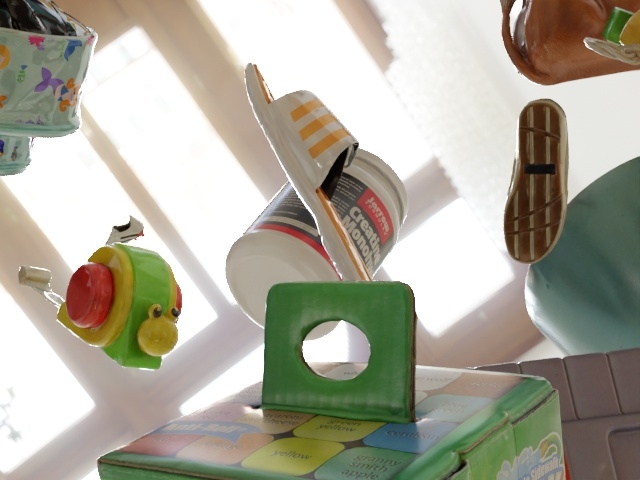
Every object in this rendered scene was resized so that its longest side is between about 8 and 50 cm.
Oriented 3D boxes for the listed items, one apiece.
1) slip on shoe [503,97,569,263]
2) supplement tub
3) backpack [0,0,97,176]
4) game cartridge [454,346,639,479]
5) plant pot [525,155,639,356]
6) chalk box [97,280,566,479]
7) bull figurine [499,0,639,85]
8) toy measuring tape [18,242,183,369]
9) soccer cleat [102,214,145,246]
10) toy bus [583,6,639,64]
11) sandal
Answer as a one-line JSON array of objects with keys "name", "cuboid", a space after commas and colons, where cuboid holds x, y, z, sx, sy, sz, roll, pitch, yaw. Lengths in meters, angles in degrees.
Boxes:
[{"name": "slip on shoe", "cuboid": [0.179, -0.049, 0.899, 0.051, 0.135, 0.041, 4, -168, 21]}, {"name": "supplement tub", "cuboid": [0.000, 0.000, 1.628, 0.191, 0.191, 0.272, -24, -160, 45]}, {"name": "backpack", "cuboid": [-0.323, -0.160, 0.967, 0.225, 0.191, 0.253, 3, -164, -38]}, {"name": "game cartridge", "cuboid": [0.216, 0.260, 0.841, 0.230, 0.355, 0.068, -5, 156, -8]}, {"name": "plant pot", "cuboid": [0.410, 0.083, 1.204, 0.293, 0.293, 0.235, -34, -137, 5]}, {"name": "chalk box", "cuboid": [0.015, 0.166, 0.570, 0.180, 0.288, 0.179, -1, -169, 35]}, {"name": "bull figurine", "cuboid": [0.306, -0.231, 1.063, 0.310, 0.188, 0.101, -9, 168, -26]}, {"name": "toy measuring tape", "cuboid": [-0.241, 0.044, 1.200, 0.121, 0.121, 0.330, -39, -145, -20]}, {"name": "soccer cleat", "cuboid": [-0.265, 0.000, 1.417, 0.083, 0.035, 0.029, -37, -146, 2]}, {"name": "toy bus", "cuboid": [0.317, -0.167, 0.832, 0.202, 0.191, 0.104, -32, 144, -67]}, {"name": "sandal", "cuboid": [0.012, -0.064, 1.069, 0.076, 0.265, 0.102, -29, 177, 4]}]
